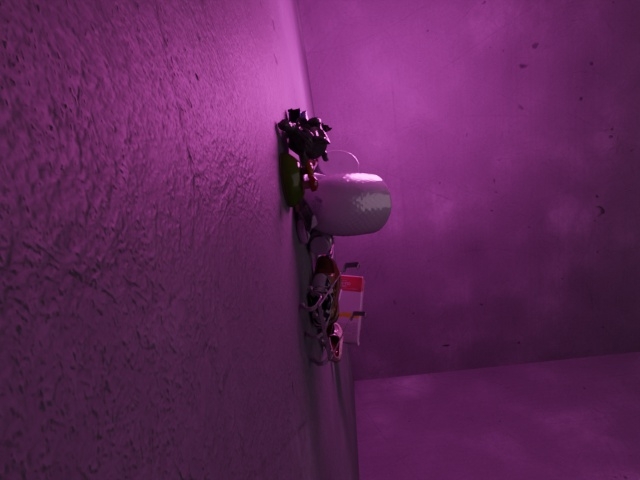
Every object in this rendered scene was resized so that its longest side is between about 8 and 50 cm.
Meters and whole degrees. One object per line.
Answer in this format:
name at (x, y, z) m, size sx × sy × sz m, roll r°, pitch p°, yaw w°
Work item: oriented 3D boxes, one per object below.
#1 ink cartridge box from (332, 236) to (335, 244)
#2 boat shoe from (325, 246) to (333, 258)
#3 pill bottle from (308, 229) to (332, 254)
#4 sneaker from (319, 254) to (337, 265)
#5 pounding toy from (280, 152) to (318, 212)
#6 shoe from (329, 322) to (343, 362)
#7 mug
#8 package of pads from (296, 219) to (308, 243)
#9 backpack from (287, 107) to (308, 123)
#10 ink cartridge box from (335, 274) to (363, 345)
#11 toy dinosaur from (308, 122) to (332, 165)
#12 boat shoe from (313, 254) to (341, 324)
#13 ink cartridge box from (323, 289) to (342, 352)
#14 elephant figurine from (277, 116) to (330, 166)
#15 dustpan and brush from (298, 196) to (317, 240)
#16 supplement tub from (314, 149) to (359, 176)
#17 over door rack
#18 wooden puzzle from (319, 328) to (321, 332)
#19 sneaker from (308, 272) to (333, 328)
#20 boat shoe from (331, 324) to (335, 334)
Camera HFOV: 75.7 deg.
ink cartridge box at (0.024, -0.041, 2.227) m, size 0.056 × 0.099 × 0.135 m, roll 75°, pitch 7°, yaw -49°
boat shoe at (0.044, 0.015, 2.584) m, size 0.076 × 0.080 × 0.228 m, roll 78°, pitch 14°, yaw -57°
pill bottle at (0.000, 0.000, 1.824) m, size 0.180 × 0.108 × 0.107 m, roll -80°, pitch 162°, yaw -73°
sneaker at (0.021, 0.122, 2.051) m, size 0.319 × 0.112 × 0.131 m, roll 77°, pitch -10°, yaw -71°
pounding toy at (-0.061, -0.204, 1.404) m, size 0.237 × 0.110 × 0.182 m, roll 53°, pitch 30°, yaw -80°
shoe at (0.084, 0.530, 2.173) m, size 0.058 × 0.077 × 0.218 m, roll 85°, pitch 3°, yaw -53°
mug at (0.065, -0.180, 1.776) m, size 0.374 × 0.328 × 0.276 m, roll 46°, pitch -53°, yaw 33°
package of pads at (-0.067, -0.030, 1.523) m, size 0.083 × 0.032 × 0.050 m, roll 77°, pitch 10°, yaw -48°
backpack at (-0.086, -0.469, 1.684) m, size 0.114 × 0.084 × 0.104 m, roll 80°, pitch 7°, yaw -56°
ink cartridge box at (0.166, 0.410, 2.440) m, size 0.279 × 0.161 × 0.384 m, roll 59°, pitch 36°, yaw -77°
toy dinosaur at (-0.048, -0.483, 2.092) m, size 0.322 × 0.165 × 0.218 m, roll -124°, pitch -145°, yaw -57°
boat shoe at (0.025, 0.195, 1.761) m, size 0.119 × 0.123 × 0.323 m, roll 69°, pitch 14°, yaw -51°
ink cartridge box at (0.034, 0.351, 1.837) m, size 0.189 × 0.066 × 0.232 m, roll 103°, pitch 8°, yaw -49°
elephant figurine at (-0.055, -0.353, 1.485) m, size 0.239 × 0.186 × 0.169 m, roll -88°, pitch -177°, yaw -67°
dustpan and brush at (-0.053, -0.070, 1.570) m, size 0.147 × 0.060 × 0.211 m, roll 57°, pitch -6°, yaw 37°
supplement tub at (0.076, -0.272, 2.098) m, size 0.324 × 0.236 × 0.235 m, roll 96°, pitch -9°, yaw -54°
over door rack at (0.041, 0.250, 1.468) m, size 0.324 × 0.108 × 0.239 m, roll -37°, pitch 124°, yaw -49°
wooden puzzle at (-0.005, 0.367, 1.787) m, size 0.083 × 0.006 × 0.049 m, roll -90°, pitch 171°, yaw -58°
sneaker at (0.002, 0.205, 1.593) m, size 0.153 × 0.094 × 0.234 m, roll 91°, pitch 6°, yaw -55°
boat shoe at (0.041, 0.372, 2.044) m, size 0.066 × 0.066 × 0.183 m, roll -98°, pitch -170°, yaw -77°
